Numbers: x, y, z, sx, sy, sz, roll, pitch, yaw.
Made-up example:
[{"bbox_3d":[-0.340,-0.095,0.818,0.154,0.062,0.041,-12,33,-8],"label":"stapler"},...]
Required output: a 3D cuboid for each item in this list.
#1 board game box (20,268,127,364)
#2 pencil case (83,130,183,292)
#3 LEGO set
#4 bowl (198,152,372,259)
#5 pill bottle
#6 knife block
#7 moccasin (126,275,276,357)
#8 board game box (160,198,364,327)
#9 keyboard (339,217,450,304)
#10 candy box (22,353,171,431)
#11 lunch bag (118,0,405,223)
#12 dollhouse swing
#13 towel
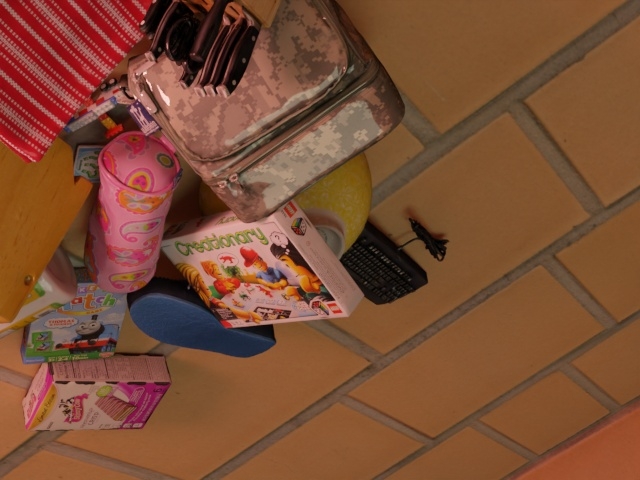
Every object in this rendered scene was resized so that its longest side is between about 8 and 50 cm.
[{"bbox_3d":[-0.416,0.128,1.631,0.160,0.039,0.211,-2,137,-26],"label":"board game box"},{"bbox_3d":[-0.276,-0.038,1.407,0.124,0.124,0.284,-5,147,-24],"label":"pencil case"},{"bbox_3d":[-0.359,-0.149,1.311,0.182,0.060,0.244,-3,141,-28],"label":"LEGO set"},{"bbox_3d":[-0.038,-0.033,1.526,0.289,0.156,0.289,-12,137,-11],"label":"bowl"},{"bbox_3d":[-0.505,0.083,1.445,0.245,0.136,0.136,-27,143,4],"label":"pill bottle"},{"bbox_3d":[-0.089,-0.305,1.116,0.275,0.242,0.088,-35,143,13],"label":"knife block"},{"bbox_3d":[-0.214,0.119,1.675,0.137,0.117,0.342,-25,150,21],"label":"moccasin"},{"bbox_3d":[-0.098,0.040,1.452,0.305,0.053,0.193,-11,122,48],"label":"board game box"},{"bbox_3d":[0.132,0.033,1.798,0.201,0.033,0.317,-34,149,13],"label":"keyboard"},{"bbox_3d":[-0.417,0.284,1.792,0.233,0.071,0.159,6,134,-34],"label":"candy box"},{"bbox_3d":[-0.079,-0.210,1.282,0.305,0.213,0.256,-32,126,9],"label":"lunch bag"},{"bbox_3d":[-0.566,-0.074,1.264,0.347,0.305,0.315,43,71,-50],"label":"dollhouse swing"},{"bbox_3d":[-0.314,-0.244,1.146,0.275,0.031,0.199,-52,143,-10],"label":"towel"}]
